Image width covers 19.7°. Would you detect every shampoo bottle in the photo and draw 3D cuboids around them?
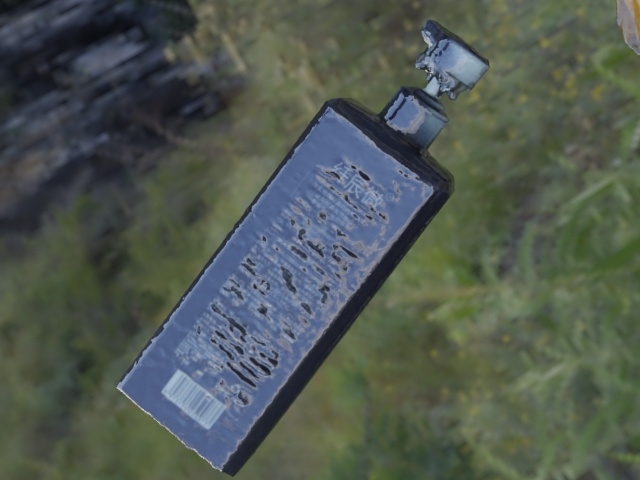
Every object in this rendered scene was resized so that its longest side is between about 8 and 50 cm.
[{"bbox_3d":[0.001,0.000,1.169,0.098,0.309,0.071,38,-168,6],"label":"shampoo bottle"}]

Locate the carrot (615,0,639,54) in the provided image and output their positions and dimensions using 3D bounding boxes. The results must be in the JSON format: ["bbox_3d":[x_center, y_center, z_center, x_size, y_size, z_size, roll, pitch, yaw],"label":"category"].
[{"bbox_3d":[0.173,-0.137,0.702,0.082,0.173,0.082,42,150,30],"label":"carrot"}]
